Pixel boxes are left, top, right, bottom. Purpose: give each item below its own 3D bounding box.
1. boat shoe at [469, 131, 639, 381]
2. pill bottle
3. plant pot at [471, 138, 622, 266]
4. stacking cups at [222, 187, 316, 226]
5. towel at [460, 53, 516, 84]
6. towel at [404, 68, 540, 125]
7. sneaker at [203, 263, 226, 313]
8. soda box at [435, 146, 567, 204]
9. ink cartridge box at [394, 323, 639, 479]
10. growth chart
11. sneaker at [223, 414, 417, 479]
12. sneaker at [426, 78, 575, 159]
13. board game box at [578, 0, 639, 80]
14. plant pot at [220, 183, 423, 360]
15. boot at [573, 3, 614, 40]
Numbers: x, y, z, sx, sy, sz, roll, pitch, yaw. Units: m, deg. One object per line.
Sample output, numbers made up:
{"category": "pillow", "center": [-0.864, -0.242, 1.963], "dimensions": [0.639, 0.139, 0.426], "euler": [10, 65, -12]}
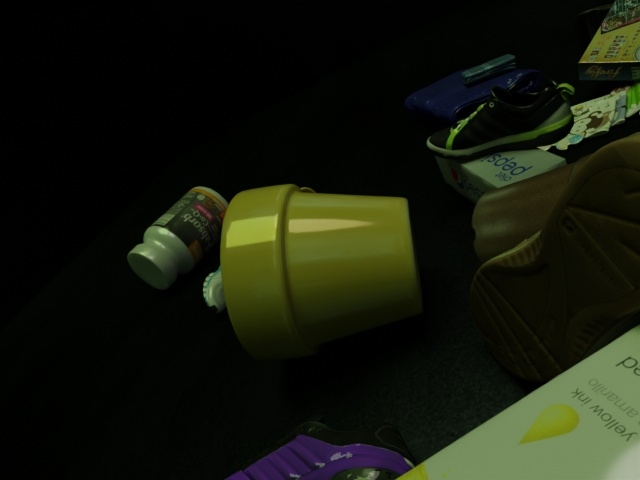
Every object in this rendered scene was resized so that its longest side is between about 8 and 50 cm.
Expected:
{"category": "boat shoe", "center": [0.233, 0.033, 0.394], "dimensions": [0.110, 0.341, 0.121], "euler": [-20, 66, -13]}
{"category": "pill bottle", "center": [-0.374, -0.009, 1.247], "dimensions": [0.162, 0.162, 0.278], "euler": [-8, 35, 41]}
{"category": "plant pot", "center": [0.284, -0.014, 0.541], "dimensions": [0.165, 0.167, 0.167], "euler": [-13, 31, 50]}
{"category": "stacking cups", "center": [-0.134, -0.054, 1.165], "dimensions": [0.316, 0.096, 0.096], "euler": [-12, 32, 46]}
{"category": "towel", "center": [0.399, -0.405, 1.092], "dimensions": [0.119, 0.029, 0.067], "euler": [-19, 26, 15]}
{"category": "towel", "center": [0.366, -0.358, 1.155], "dimensions": [0.228, 0.076, 0.308], "euler": [-25, 25, -2]}
{"category": "sneaker", "center": [-0.186, 0.079, 0.990], "dimensions": [0.083, 0.071, 0.190], "euler": [-14, 31, 22]}
{"category": "soda box", "center": [0.292, -0.114, 0.770], "dimensions": [0.098, 0.091, 0.286], "euler": [-29, 26, 5]}
{"category": "ink cartridge box", "center": [0.150, 0.241, 0.216], "dimensions": [0.385, 0.160, 0.279], "euler": [-32, 26, 0]}
{"category": "growth chart", "center": [0.470, -0.220, 0.844], "dimensions": [0.237, 0.021, 0.172], "euler": [-15, 31, 33]}
{"category": "sneaker", "center": [-0.036, 0.261, 0.475], "dimensions": [0.293, 0.102, 0.146], "euler": [-19, 24, 16]}
{"category": "sneaker", "center": [0.271, -0.196, 0.718], "dimensions": [0.235, 0.097, 0.084], "euler": [-3, 35, 41]}
{"category": "board game box", "center": [0.612, -0.393, 0.850], "dimensions": [0.165, 0.042, 0.243], "euler": [20, 67, 43]}
{"category": "plant pot", "center": [0.018, 0.037, 0.661], "dimensions": [0.239, 0.254, 0.254], "euler": [-7, 32, 13]}
{"category": "boot", "center": [0.733, -0.528, 1.021], "dimensions": [0.229, 0.091, 0.263], "euler": [-24, 29, 7]}
